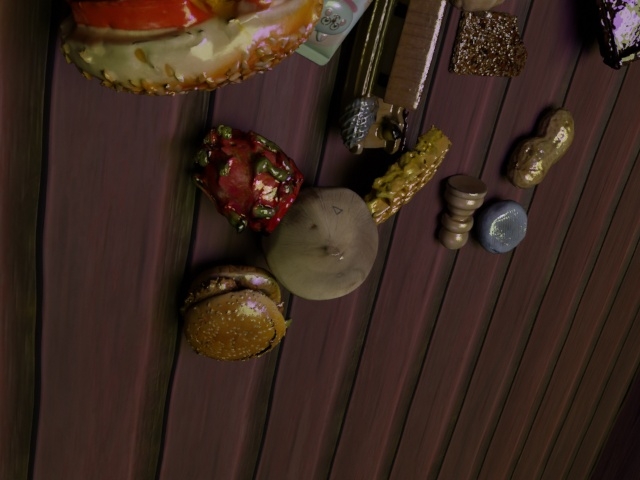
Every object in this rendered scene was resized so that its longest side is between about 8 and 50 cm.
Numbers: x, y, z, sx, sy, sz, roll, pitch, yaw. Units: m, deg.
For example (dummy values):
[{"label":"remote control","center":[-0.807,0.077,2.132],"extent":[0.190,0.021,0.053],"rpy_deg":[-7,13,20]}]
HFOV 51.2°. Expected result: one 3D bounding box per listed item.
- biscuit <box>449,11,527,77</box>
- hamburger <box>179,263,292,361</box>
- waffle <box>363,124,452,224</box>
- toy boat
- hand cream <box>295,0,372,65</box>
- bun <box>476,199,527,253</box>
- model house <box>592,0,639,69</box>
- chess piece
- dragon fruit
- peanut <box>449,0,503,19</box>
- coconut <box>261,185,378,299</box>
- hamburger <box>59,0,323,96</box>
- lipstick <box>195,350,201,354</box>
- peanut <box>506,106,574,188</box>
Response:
[{"label":"biscuit","center":[0.367,-0.410,1.400],"extent":[0.236,0.026,0.131],"rpy_deg":[-8,121,-37]},{"label":"hamburger","center":[-0.152,0.128,1.169],"extent":[0.181,0.118,0.191],"rpy_deg":[-20,132,-1]},{"label":"waffle","center":[0.149,-0.098,1.312],"extent":[0.219,0.057,0.229],"rpy_deg":[-44,170,-11]},{"label":"toy boat","center":[0.133,-0.355,1.131],"extent":[0.135,0.162,0.446],"rpy_deg":[-5,117,-36]},{"label":"hand cream","center":[0.047,-0.417,1.044],"extent":[0.147,0.093,0.306],"rpy_deg":[15,129,-44]},{"label":"bun","center":[0.441,-0.038,1.650],"extent":[0.140,0.083,0.141],"rpy_deg":[-13,120,-24]},{"label":"model house","center":[0.712,-0.540,1.527],"extent":[0.317,0.297,0.283],"rpy_deg":[-55,167,-62]},{"label":"chess piece","center":[0.314,-0.058,1.531],"extent":[0.094,0.094,0.171],"rpy_deg":[-15,131,-35]},{"label":"dragon fruit","center":[-0.123,-0.099,1.068],"extent":[0.160,0.172,0.167],"rpy_deg":[-48,-169,47]},{"label":"peanut","center":[0.317,-0.546,1.200],"extent":[0.159,0.143,0.291],"rpy_deg":[-21,130,-75]},{"label":"coconut","center":[0.000,0.000,1.180],"extent":[0.224,0.224,0.224],"rpy_deg":[-21,127,-31]},{"label":"hamburger","center":[-0.159,-0.320,0.784],"extent":[0.329,0.330,0.250],"rpy_deg":[-22,124,-30]},{"label":"lipstick","center":[-0.199,0.215,1.286],"extent":[0.094,0.019,0.019],"rpy_deg":[20,101,-46]},{"label":"peanut","center":[0.534,-0.221,1.611],"extent":[0.229,0.098,0.103],"rpy_deg":[-48,163,-12]}]
